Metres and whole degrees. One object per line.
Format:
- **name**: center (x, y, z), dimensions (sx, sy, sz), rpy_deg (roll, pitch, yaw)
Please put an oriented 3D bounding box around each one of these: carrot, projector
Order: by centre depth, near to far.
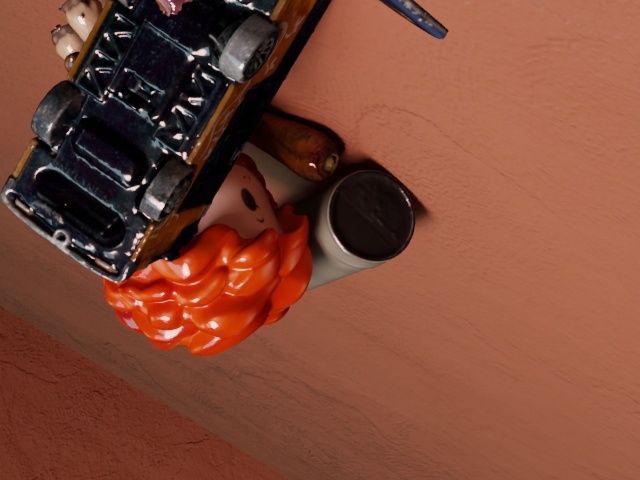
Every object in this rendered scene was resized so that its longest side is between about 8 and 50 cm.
- **carrot**: center (-0.044, -0.113, 1.748), dimensions (0.161, 0.055, 0.055), rpy_deg (30, 159, 40)
- **projector**: center (0.000, 0.000, 1.836), dimensions (0.108, 0.108, 0.337), rpy_deg (42, 160, -10)

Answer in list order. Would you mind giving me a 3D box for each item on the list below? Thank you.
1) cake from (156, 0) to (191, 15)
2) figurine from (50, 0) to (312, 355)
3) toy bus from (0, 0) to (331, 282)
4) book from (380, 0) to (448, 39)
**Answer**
- **cake**: center (-0.166, -0.319, 1.227), dimensions (0.295, 0.113, 0.116), rpy_deg (51, 180, -21)
- **figurine**: center (-0.161, -0.087, 1.690), dimensions (0.306, 0.241, 0.412), rpy_deg (8, 114, 44)
- **toy bus**: center (-0.137, -0.139, 1.437), dimensions (0.162, 0.323, 0.194), rpy_deg (35, -161, 8)
- **book**: center (-0.053, -0.278, 1.211), dimensions (0.322, 0.018, 0.228), rpy_deg (35, -172, -33)
